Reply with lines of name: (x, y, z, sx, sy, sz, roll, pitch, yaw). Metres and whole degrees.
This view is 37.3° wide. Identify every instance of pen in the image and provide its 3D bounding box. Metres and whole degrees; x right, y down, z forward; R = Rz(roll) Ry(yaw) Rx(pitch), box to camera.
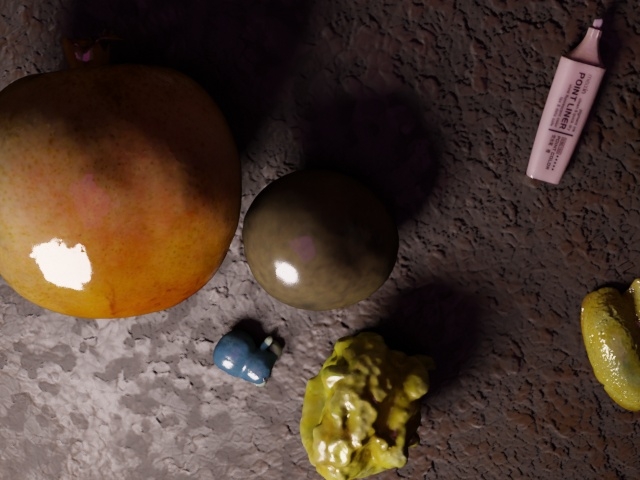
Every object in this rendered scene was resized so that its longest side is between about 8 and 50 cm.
pen: (0.289, -0.161, 1.096, 0.053, 0.032, 0.197, 14, 112, 1)

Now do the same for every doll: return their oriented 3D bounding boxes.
doll: (-0.097, 0.151, 1.238, 0.083, 0.050, 0.076, 28, 106, -3)

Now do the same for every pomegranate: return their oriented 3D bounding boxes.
pomegranate: (-0.234, -0.072, 1.050, 0.319, 0.319, 0.319, 2, 110, 5)

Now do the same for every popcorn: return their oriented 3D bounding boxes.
popcorn: (0.059, 0.213, 1.178, 0.156, 0.197, 0.197, 24, 110, -4)

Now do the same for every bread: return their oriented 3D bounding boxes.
bread: (0.411, 0.135, 1.174, 0.149, 0.065, 0.187, -21, 104, 7)

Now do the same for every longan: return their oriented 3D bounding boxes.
longan: (0.000, 0.000, 1.112, 0.187, 0.167, 0.167, 12, 111, -9)
